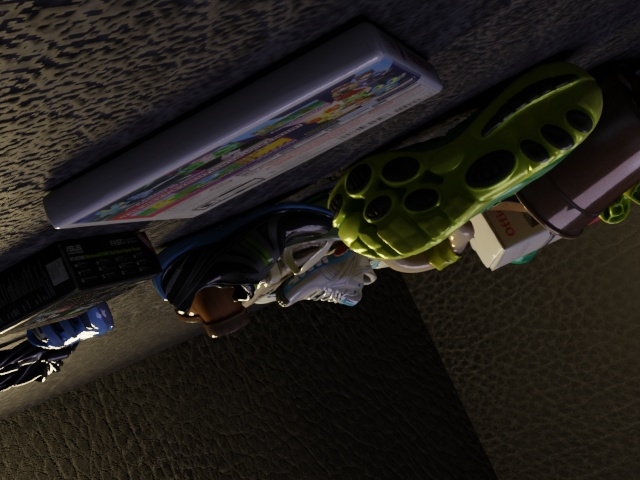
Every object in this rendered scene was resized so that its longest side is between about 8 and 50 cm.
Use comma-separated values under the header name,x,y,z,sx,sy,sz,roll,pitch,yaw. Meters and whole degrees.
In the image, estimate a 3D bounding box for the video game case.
name,x,y,z,sx,sy,sz,roll,pitch,yaw
video game case,-0.035,-0.061,0.573,0.201,0.023,0.183,-25,176,16

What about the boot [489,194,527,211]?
name,x,y,z,sx,sy,sz,roll,pitch,yaw
boot,0.231,-0.083,1.281,0.305,0.112,0.115,-4,177,-36

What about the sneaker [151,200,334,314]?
name,x,y,z,sx,sy,sz,roll,pitch,yaw
sneaker,-0.071,0.016,0.938,0.188,0.078,0.067,-24,176,-20

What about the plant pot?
name,x,y,z,sx,sy,sz,roll,pitch,yaw
plant pot,0.320,-0.115,1.142,0.165,0.167,0.167,-38,169,34

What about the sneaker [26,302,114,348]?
name,x,y,z,sx,sy,sz,roll,pitch,yaw
sneaker,-0.231,0.072,0.889,0.059,0.053,0.144,-20,173,-30

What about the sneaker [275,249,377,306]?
name,x,y,z,sx,sy,sz,roll,pitch,yaw
sneaker,0.018,0.062,1.371,0.190,0.083,0.071,-28,173,-44

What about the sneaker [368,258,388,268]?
name,x,y,z,sx,sy,sz,roll,pitch,yaw
sneaker,0.073,0.013,1.565,0.122,0.110,0.283,-21,175,-12

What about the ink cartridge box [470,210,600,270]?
name,x,y,z,sx,sy,sz,roll,pitch,yaw
ink cartridge box,0.319,-0.074,1.478,0.218,0.158,0.092,-25,162,-12

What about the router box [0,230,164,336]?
name,x,y,z,sx,sy,sz,roll,pitch,yaw
router box,-0.188,0.032,0.725,0.092,0.038,0.122,-27,175,19

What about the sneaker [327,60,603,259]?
name,x,y,z,sx,sy,sz,roll,pitch,yaw
sneaker,0.143,-0.066,0.942,0.295,0.109,0.123,-27,171,23

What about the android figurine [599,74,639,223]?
name,x,y,z,sx,sy,sz,roll,pitch,yaw
android figurine,0.421,-0.138,1.236,0.248,0.056,0.273,-57,-164,14

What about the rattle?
name,x,y,z,sx,sy,sz,roll,pitch,yaw
rattle,0.104,-0.035,1.338,0.199,0.143,0.130,3,160,-20

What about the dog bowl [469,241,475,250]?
name,x,y,z,sx,sy,sz,roll,pitch,yaw
dog bowl,0.370,-0.079,1.676,0.265,0.104,0.265,-16,160,-6

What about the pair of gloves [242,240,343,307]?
name,x,y,z,sx,sy,sz,roll,pitch,yaw
pair of gloves,0.000,0.000,1.380,0.240,0.042,0.204,-30,173,-33

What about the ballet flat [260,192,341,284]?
name,x,y,z,sx,sy,sz,roll,pitch,yaw
ballet flat,-0.053,0.015,1.102,0.213,0.068,0.072,-28,175,36

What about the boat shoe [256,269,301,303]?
name,x,y,z,sx,sy,sz,roll,pitch,yaw
boat shoe,-0.023,0.056,1.713,0.227,0.079,0.081,-20,179,-18

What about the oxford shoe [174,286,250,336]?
name,x,y,z,sx,sy,sz,roll,pitch,yaw
oxford shoe,-0.146,0.064,1.230,0.076,0.076,0.212,-26,-168,-20

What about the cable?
name,x,y,z,sx,sy,sz,roll,pitch,yaw
cable,-0.384,0.164,1.180,0.184,0.047,0.150,-28,175,43

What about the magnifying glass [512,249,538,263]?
name,x,y,z,sx,sy,sz,roll,pitch,yaw
magnifying glass,0.238,-0.027,1.523,0.026,0.231,0.092,115,-9,-48
